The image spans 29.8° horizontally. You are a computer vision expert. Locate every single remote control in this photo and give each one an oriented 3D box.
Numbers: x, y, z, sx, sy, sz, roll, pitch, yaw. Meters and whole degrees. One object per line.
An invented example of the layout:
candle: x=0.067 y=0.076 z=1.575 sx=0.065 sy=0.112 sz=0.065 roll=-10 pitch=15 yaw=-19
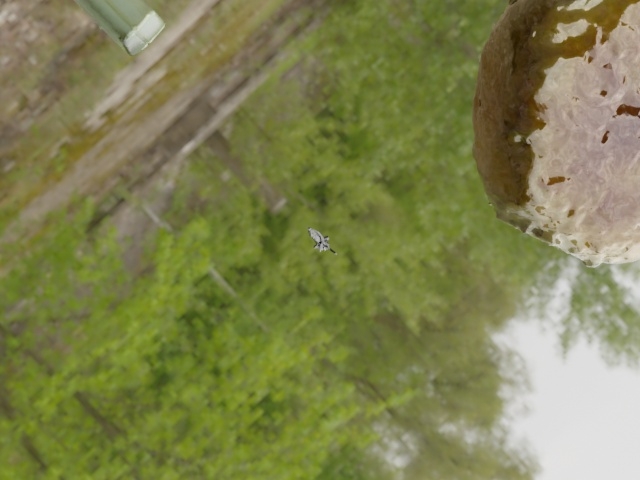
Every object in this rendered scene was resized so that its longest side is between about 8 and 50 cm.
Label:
remote control: x=-0.189 y=-0.210 z=0.753 sx=0.038 sy=0.233 sz=0.098 roll=-44 pitch=-172 yaw=2

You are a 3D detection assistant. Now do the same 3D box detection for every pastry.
pastry: x=0.183 y=-0.084 z=0.747 sx=0.182 sy=0.192 sz=0.093 roll=-10 pitch=-158 yaw=-9

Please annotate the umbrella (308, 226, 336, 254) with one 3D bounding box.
umbrella: x=-0.004 y=-0.003 z=1.382 sx=0.022 sy=0.022 sz=0.149 roll=-51 pitch=163 yaw=-2
